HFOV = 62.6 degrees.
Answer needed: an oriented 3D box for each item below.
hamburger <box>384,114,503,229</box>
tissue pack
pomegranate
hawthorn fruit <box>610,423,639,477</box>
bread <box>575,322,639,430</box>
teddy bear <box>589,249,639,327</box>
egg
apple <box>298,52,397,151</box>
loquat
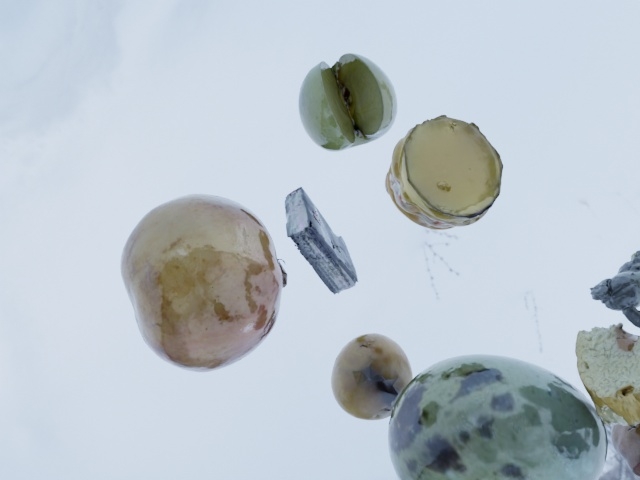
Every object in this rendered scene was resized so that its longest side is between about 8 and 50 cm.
[{"bbox_3d":[0.293,-0.154,1.326,0.276,0.276,0.237,-27,173,-13],"label":"hamburger"},{"bbox_3d":[0.000,0.000,1.789,0.123,0.245,0.332,-26,129,13],"label":"tissue pack"},{"bbox_3d":[-0.205,0.075,1.018,0.338,0.338,0.338,-23,144,-18],"label":"pomegranate"},{"bbox_3d":[0.883,0.494,1.352,0.208,0.208,0.248,-8,125,-35],"label":"hawthorn fruit"},{"bbox_3d":[0.591,0.275,0.937,0.183,0.224,0.211,-44,-172,48],"label":"bread"},{"bbox_3d":[0.876,0.141,1.444,0.251,0.171,0.144,-24,163,-40],"label":"teddy bear"},{"bbox_3d":[0.354,0.406,1.086,0.428,0.345,0.345,-12,146,6],"label":"egg"},{"bbox_3d":[0.076,-0.399,1.540,0.292,0.254,0.292,-21,177,-1],"label":"apple"},{"bbox_3d":[0.143,0.378,1.456,0.235,0.235,0.235,-23,144,-18],"label":"loquat"}]
